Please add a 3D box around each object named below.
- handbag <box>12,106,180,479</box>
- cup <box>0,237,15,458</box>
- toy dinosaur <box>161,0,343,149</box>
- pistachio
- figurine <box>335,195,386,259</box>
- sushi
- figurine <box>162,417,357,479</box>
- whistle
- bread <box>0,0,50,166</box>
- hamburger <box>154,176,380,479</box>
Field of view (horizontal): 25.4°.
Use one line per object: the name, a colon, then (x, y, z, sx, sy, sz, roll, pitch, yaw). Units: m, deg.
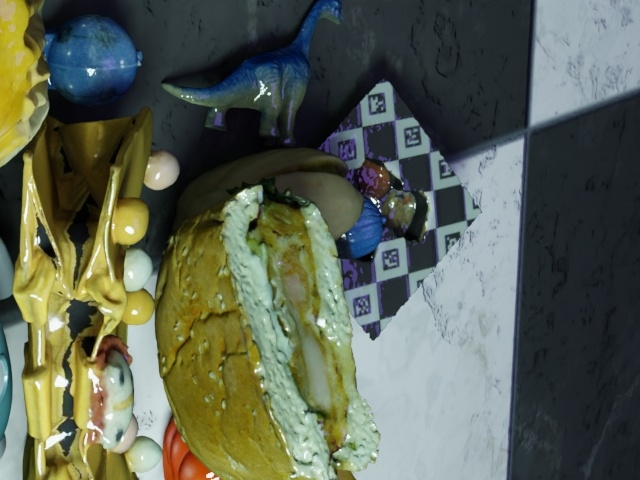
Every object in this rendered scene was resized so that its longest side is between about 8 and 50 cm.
handbag: (-0.199, 0.098, 1.203, 0.283, 0.133, 0.401, -99, -166, -75)
cup: (-0.323, 0.123, 1.146, 0.173, 0.167, 0.299, 85, 23, -45)
toy dinosaur: (-0.061, -0.196, 1.496, 0.248, 0.075, 0.188, 12, 82, -49)
pistachio: (-0.052, -0.029, 1.481, 0.226, 0.136, 0.135, -16, 115, -32)
figurine: (0.000, 0.000, 1.580, 0.149, 0.087, 0.086, -38, 137, -18)
sushi: (0.056, -0.039, 1.685, 0.219, 0.047, 0.231, -49, 120, -17)
figurine: (-0.063, 0.222, 1.508, 0.257, 0.208, 0.181, 71, 23, -45)
whistle: (-0.217, -0.157, 1.258, 0.158, 0.090, 0.090, -19, 116, -50)
bread: (-0.298, -0.223, 0.943, 0.183, 0.236, 0.388, -49, 121, -71)
hamburger: (-0.068, 0.100, 1.328, 0.132, 0.211, 0.308, -8, 77, -36)
